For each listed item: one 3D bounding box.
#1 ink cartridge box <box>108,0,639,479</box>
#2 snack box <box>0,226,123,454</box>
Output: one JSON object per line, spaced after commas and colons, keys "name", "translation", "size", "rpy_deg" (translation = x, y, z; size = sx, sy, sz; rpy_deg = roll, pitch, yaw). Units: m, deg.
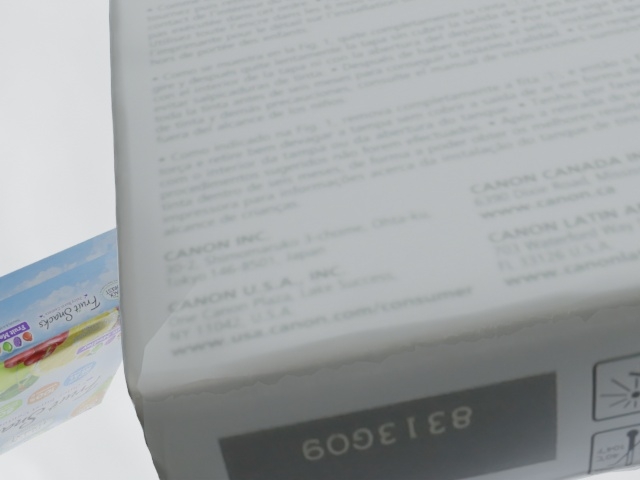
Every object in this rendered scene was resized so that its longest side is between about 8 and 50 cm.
{"name": "ink cartridge box", "translation": [0.075, -0.082, 0.492], "size": [0.385, 0.308, 0.091], "rpy_deg": [-102, -179, -49]}
{"name": "snack box", "translation": [-0.237, 0.097, 0.977], "size": [0.070, 0.174, 0.207], "rpy_deg": [53, -37, 14]}
